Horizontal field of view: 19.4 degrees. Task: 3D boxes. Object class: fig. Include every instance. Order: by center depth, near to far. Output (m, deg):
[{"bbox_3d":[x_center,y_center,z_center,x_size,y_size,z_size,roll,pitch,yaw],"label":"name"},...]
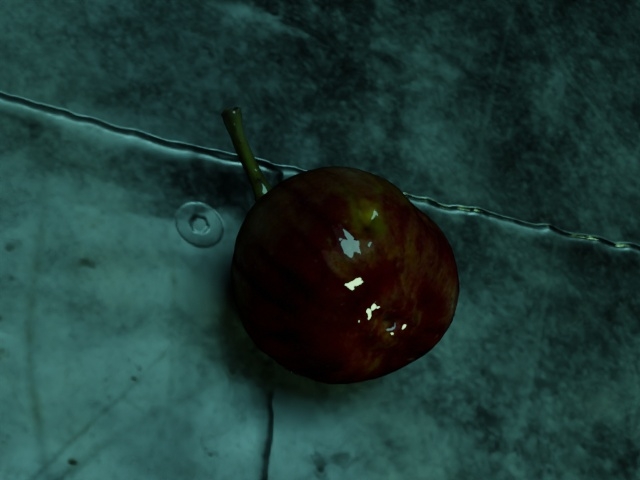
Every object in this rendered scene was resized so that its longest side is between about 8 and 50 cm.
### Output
[{"bbox_3d":[-0.004,0.017,1.646,0.204,0.186,0.249,18,9,-39],"label":"fig"}]
